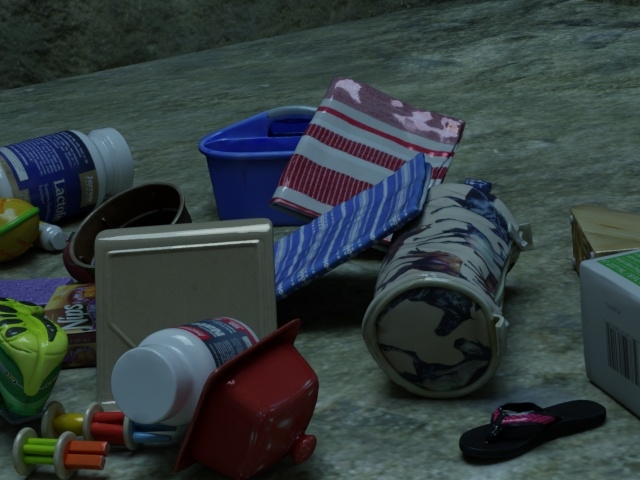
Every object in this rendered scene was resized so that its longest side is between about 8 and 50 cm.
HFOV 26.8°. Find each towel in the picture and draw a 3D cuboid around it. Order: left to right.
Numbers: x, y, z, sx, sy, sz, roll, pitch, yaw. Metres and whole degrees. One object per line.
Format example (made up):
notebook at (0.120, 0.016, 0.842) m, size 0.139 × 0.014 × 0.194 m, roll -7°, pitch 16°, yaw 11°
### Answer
towel at (0.000, 0.000, 1.845) m, size 0.336 × 0.040 × 0.243 m, roll -31°, pitch 13°, yaw 18°
towel at (0.080, -0.124, 2.113) m, size 0.237 × 0.037 × 0.329 m, roll 20°, pitch 46°, yaw 5°

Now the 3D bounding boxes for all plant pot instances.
plant pot at (-0.219, 0.037, 1.778) m, size 0.167 × 0.165 × 0.167 m, roll -18°, pitch 35°, yaw 13°

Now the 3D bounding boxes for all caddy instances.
caddy at (-0.037, -0.143, 2.287) m, size 0.341 × 0.179 × 0.241 m, roll -1°, pitch 18°, yaw 14°

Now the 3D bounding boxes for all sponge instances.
sponge at (-0.475, 0.091, 1.962) m, size 0.210 × 0.031 × 0.117 m, roll -4°, pitch 18°, yaw 7°

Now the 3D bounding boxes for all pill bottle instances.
pill bottle at (-0.453, -0.007, 2.223) m, size 0.043 × 0.043 × 0.083 m, roll -21°, pitch 24°, yaw -38°
pill bottle at (-0.471, -0.110, 2.362) m, size 0.264 × 0.153 × 0.153 m, roll -20°, pitch 23°, yaw -35°
pill bottle at (-0.145, 0.145, 1.473) m, size 0.108 × 0.108 × 0.180 m, roll 3°, pitch 4°, yaw 24°

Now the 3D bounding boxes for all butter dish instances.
butter dish at (-0.055, 0.188, 1.408) m, size 0.118 × 0.160 × 0.160 m, roll 37°, pitch 38°, yaw 19°

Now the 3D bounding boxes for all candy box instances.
candy box at (-0.320, 0.112, 1.817) m, size 0.109 × 0.053 × 0.187 m, roll -5°, pitch 17°, yaw 4°

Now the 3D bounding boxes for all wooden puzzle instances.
wooden puzzle at (-0.161, 0.093, 1.622) m, size 0.221 × 0.239 × 0.044 m, roll -4°, pitch -18°, yaw 5°

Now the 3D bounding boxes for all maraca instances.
maraca at (-0.529, -0.010, 2.186) m, size 0.185 × 0.099 × 0.127 m, roll -23°, pitch 8°, yaw 41°

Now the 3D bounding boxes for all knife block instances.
knife block at (0.469, 0.024, 1.777) m, size 0.242 × 0.088 × 0.276 m, roll -5°, pitch 18°, yaw 2°

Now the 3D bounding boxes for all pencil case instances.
pencil case at (0.164, 0.051, 1.678) m, size 0.183 × 0.160 × 0.410 m, roll -14°, pitch 16°, yaw 15°

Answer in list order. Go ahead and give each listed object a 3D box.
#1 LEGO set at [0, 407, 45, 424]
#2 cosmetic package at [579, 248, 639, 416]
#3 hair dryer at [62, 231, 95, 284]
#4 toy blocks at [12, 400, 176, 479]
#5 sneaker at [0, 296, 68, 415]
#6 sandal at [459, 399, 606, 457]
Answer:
LEGO set at (-0.465, 0.181, 1.656) m, size 0.182 × 0.060 × 0.244 m, roll -13°, pitch 19°, yaw -31°
cosmetic package at (0.496, 0.082, 1.492) m, size 0.365 × 0.155 × 0.197 m, roll -13°, pitch 18°, yaw -15°
hair dryer at (-0.281, 0.013, 2.056) m, size 0.223 × 0.080 × 0.293 m, roll -8°, pitch 19°, yaw -9°
toy blocks at (-0.244, 0.219, 1.472) m, size 0.148 × 0.054 × 0.123 m, roll 0°, pitch 19°, yaw 16°
sneaker at (-0.379, 0.135, 1.607) m, size 0.109 × 0.123 × 0.295 m, roll 12°, pitch 3°, yaw -21°
sandal at (0.223, 0.189, 1.434) m, size 0.179 × 0.040 × 0.067 m, roll -14°, pitch 20°, yaw -23°
